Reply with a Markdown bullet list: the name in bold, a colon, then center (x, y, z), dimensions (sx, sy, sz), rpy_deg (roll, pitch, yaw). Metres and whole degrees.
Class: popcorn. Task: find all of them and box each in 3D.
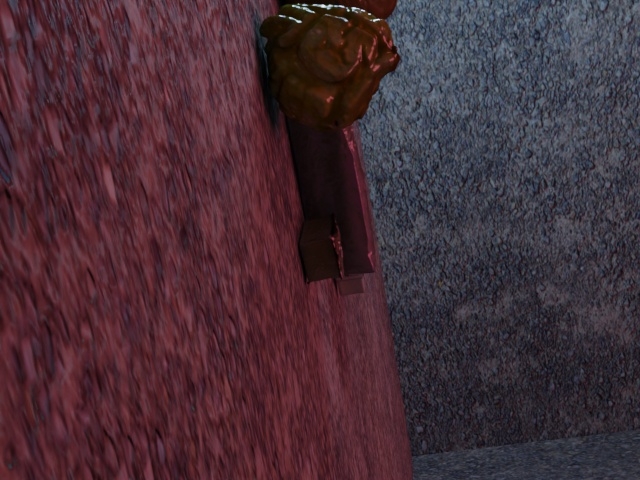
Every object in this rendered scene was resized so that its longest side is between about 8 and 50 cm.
- **popcorn**: center (0.014, -0.242, 1.319), dimensions (0.167, 0.187, 0.186), rpy_deg (34, -53, 35)

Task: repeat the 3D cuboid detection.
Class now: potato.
- **potato**: center (0.003, 0.012, 1.445), dimensions (0.122, 0.061, 0.086), rpy_deg (-87, 167, -69)

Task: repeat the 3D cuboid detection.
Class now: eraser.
- **eraser**: center (0.047, -0.003, 1.833), dimensions (0.210, 0.067, 0.125), rpy_deg (76, 8, -48)

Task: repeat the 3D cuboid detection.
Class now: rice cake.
- **rice cake**: center (0.020, -0.080, 1.505), dimensions (0.050, 0.106, 0.298), rpy_deg (-60, 142, -65)

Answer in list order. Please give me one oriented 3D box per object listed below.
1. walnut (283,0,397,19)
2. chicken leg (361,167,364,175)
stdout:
- **walnut**: center (0.028, -0.467, 1.642), dimensions (0.228, 0.227, 0.228), rpy_deg (-8, 90, -84)
- **chicken leg**: center (0.052, -0.080, 1.964), dimensions (0.208, 0.085, 0.101), rpy_deg (88, -11, -45)
